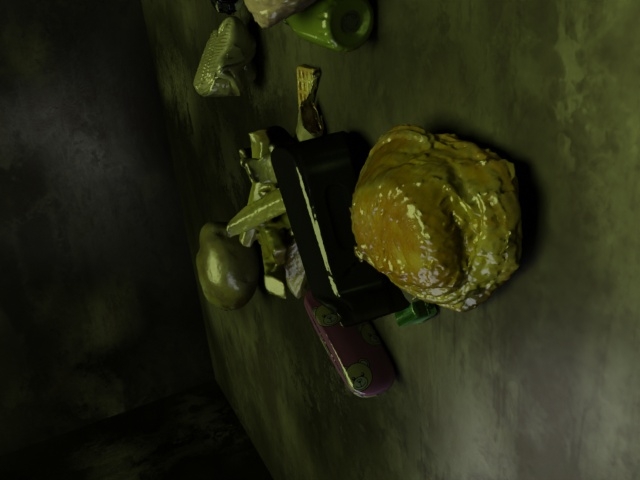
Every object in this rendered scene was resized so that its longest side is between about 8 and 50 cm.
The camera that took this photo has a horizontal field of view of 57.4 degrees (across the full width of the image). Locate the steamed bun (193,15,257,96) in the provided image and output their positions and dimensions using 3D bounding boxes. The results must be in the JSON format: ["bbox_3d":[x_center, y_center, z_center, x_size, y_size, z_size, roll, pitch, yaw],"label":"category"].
[{"bbox_3d":[-0.245,-0.495,1.636,0.211,0.144,0.218,5,80,58],"label":"steamed bun"}]

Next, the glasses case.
[{"bbox_3d":[0.066,0.230,1.410,0.316,0.123,0.076,60,153,31],"label":"glasses case"}]

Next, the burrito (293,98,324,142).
[{"bbox_3d":[-0.039,-0.232,1.428,0.226,0.060,0.087,111,142,-54],"label":"burrito"}]

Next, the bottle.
[{"bbox_3d":[-0.004,-0.441,1.139,0.260,0.112,0.112,42,142,52],"label":"bottle"}]

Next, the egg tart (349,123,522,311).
[{"bbox_3d":[0.161,-0.016,0.963,0.351,0.153,0.339,40,144,37],"label":"egg tart"}]

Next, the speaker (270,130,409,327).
[{"bbox_3d":[0.040,-0.034,1.191,0.184,0.180,0.388,164,89,-80],"label":"speaker"}]

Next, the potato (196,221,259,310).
[{"bbox_3d":[-0.332,0.089,2.113,0.243,0.221,0.326,-21,75,57],"label":"potato"}]

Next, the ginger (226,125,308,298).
[{"bbox_3d":[-0.118,-0.066,1.420,0.413,0.211,0.358,60,151,8],"label":"ginger"}]

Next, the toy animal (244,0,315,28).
[{"bbox_3d":[-0.008,-0.523,0.964,0.358,0.188,0.226,-18,48,45],"label":"toy animal"}]

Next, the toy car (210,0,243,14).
[{"bbox_3d":[-0.244,-0.738,1.497,0.193,0.118,0.301,-118,23,-48],"label":"toy car"}]

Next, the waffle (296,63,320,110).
[{"bbox_3d":[-0.026,-0.334,1.379,0.097,0.023,0.152,42,140,54],"label":"waffle"}]

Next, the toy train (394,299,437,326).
[{"bbox_3d":[0.188,0.143,1.155,0.093,0.056,0.038,-49,56,60],"label":"toy train"}]
